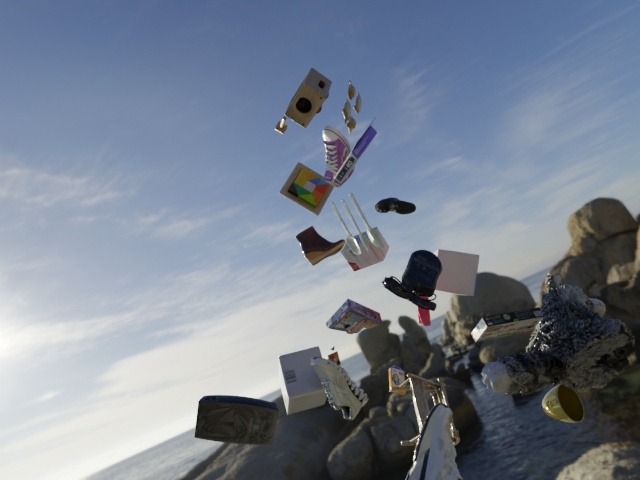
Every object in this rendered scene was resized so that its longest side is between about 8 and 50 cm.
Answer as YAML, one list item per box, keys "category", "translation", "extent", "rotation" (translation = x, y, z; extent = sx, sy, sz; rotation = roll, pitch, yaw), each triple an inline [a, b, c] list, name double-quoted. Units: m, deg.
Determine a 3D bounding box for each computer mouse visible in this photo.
- category: "computer mouse"
  translation: [0.328, 0.130, 1.421]
  extent: [0.272, 0.188, 0.072]
  rotation: [-47, -20, -47]

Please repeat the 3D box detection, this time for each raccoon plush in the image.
- category: "raccoon plush"
  translation: [0.601, 0.229, 1.142]
  extent: [0.445, 0.299, 0.216]
  rotation: [3, -62, -14]

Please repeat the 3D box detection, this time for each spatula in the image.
- category: "spatula"
  translation: [0.131, -0.060, 1.617]
  extent: [0.019, 0.242, 0.168]
  rotation: [-38, 12, -35]

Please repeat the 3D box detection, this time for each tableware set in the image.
- category: "tableware set"
  translation: [0.112, -0.472, 1.485]
  extent: [0.020, 0.169, 0.141]
  rotation: [8, -20, 23]

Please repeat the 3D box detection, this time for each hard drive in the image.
- category: "hard drive"
  translation: [-0.272, 0.582, 1.360]
  extent: [0.254, 0.172, 0.054]
  rotation: [9, 22, -7]

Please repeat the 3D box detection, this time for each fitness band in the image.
- category: "fitness band"
  translation: [0.429, 0.228, 1.778]
  extent: [0.054, 0.291, 0.209]
  rotation: [-7, -55, 14]

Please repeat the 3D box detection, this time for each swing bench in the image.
- category: "swing bench"
  translation: [0.471, 0.739, 1.809]
  extent: [0.254, 0.253, 0.165]
  rotation: [14, -47, -22]

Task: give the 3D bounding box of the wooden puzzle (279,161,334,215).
- category: "wooden puzzle"
  translation: [-0.058, -0.262, 2.058]
  extent: [0.239, 0.220, 0.044]
  rotation: [-63, 5, -33]

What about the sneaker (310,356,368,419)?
- category: "sneaker"
  translation: [0.060, 0.552, 1.560]
  extent: [0.110, 0.292, 0.118]
  rotation: [-21, 25, 52]

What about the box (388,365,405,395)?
- category: "box"
  translation: [0.387, 0.706, 2.112]
  extent: [0.081, 0.136, 0.028]
  rotation: [23, -47, -18]

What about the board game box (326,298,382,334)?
- category: "board game box"
  translation: [0.154, 0.342, 1.784]
  extent: [0.194, 0.060, 0.194]
  rotation: [16, -48, -23]

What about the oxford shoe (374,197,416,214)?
- category: "oxford shoe"
  translation: [0.414, -0.199, 2.258]
  extent: [0.227, 0.083, 0.096]
  rotation: [10, 43, 31]

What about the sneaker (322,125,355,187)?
- category: "sneaker"
  translation: [0.059, -0.342, 1.791]
  extent: [0.161, 0.102, 0.282]
  rotation: [-55, -41, -21]

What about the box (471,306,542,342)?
- category: "box"
  translation: [0.615, 0.278, 1.374]
  extent: [0.206, 0.036, 0.114]
  rotation: [-8, -38, -10]

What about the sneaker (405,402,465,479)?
- category: "sneaker"
  translation: [0.429, 0.775, 1.365]
  extent: [0.448, 0.257, 0.169]
  rotation: [-56, -32, -38]

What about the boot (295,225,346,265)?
- category: "boot"
  translation: [0.000, 0.000, 2.330]
  extent: [0.248, 0.207, 0.090]
  rotation: [-30, -18, 5]

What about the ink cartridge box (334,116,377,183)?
- category: "ink cartridge box"
  translation: [0.148, -0.350, 1.622]
  extent: [0.206, 0.045, 0.208]
  rotation: [-56, 1, -38]

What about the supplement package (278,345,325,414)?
- category: "supplement package"
  translation: [-0.075, 0.595, 1.757]
  extent: [0.175, 0.178, 0.293]
  rotation: [-12, -33, -13]

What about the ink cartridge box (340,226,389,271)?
- category: "ink cartridge box"
  translation: [0.213, 0.041, 1.977]
  extent: [0.176, 0.128, 0.127]
  rotation: [-23, 19, 35]

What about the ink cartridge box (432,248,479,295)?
- category: "ink cartridge box"
  translation: [0.656, 0.165, 2.094]
  extent: [0.197, 0.198, 0.270]
  rotation: [8, -6, 8]

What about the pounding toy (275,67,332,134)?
- category: "pounding toy"
  translation: [-0.059, -0.409, 1.330]
  extent: [0.094, 0.181, 0.206]
  rotation: [30, -49, -15]

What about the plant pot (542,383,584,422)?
- category: "plant pot"
  translation: [0.879, 0.605, 1.536]
  extent: [0.134, 0.134, 0.095]
  rotation: [-12, -22, -37]

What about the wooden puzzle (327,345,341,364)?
- category: "wooden puzzle"
  translation: [0.068, 0.574, 2.001]
  extent: [0.078, 0.117, 0.014]
  rotation: [-21, 1, -44]
